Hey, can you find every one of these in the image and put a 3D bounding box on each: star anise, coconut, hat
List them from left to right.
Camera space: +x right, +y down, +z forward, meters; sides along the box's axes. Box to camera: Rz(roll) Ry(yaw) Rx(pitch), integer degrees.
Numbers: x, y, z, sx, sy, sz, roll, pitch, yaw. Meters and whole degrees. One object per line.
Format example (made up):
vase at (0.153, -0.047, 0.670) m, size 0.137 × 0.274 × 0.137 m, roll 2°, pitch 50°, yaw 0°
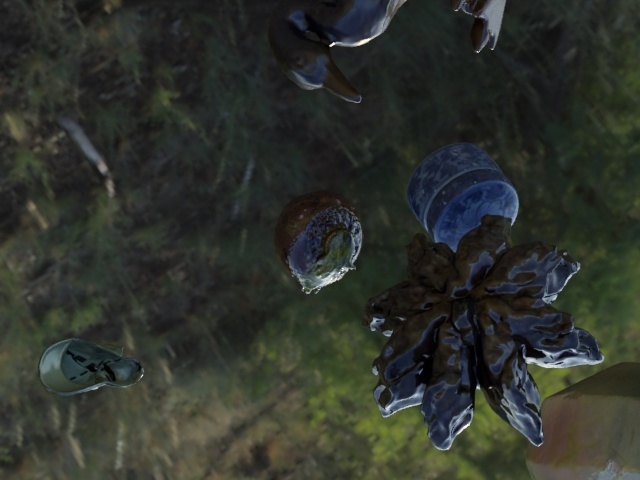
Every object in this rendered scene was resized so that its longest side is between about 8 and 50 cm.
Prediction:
hat at (-0.388, 0.219, 1.904) m, size 0.081 × 0.122 × 0.166 m, roll -51°, pitch 164°, yaw 32°
star anise at (0.145, 0.079, 1.090) m, size 0.223 × 0.236 × 0.109 m, roll -13°, pitch 153°, yaw 9°
coconut at (0.410, 0.282, 1.557) m, size 0.259 × 0.259 × 0.259 m, roll -31°, pitch 161°, yaw -12°

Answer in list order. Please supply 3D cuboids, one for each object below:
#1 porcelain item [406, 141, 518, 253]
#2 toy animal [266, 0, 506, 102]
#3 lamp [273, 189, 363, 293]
porcelain item at (0.214, -0.059, 1.726) m, size 0.147 × 0.114 × 0.147 m, roll -14°, pitch 134°, yaw -15°
toy animal at (0.075, -0.254, 1.024) m, size 0.298 × 0.185 × 0.122 m, roll -67°, pitch 151°, yaw -10°
lamp at (0.004, -0.003, 1.904) m, size 0.156 × 0.157 × 0.135 m, roll -42°, pitch -159°, yaw -13°
